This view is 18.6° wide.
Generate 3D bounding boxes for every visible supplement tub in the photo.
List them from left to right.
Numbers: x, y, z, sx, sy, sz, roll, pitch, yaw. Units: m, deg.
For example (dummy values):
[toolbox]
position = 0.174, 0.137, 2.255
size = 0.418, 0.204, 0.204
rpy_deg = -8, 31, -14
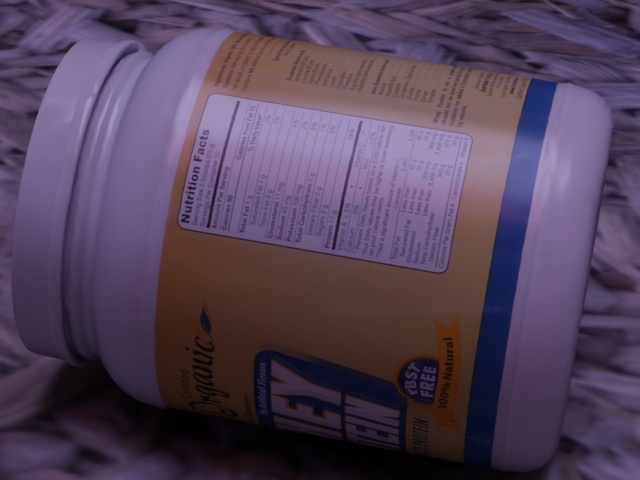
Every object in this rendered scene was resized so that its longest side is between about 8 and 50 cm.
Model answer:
[supplement tub]
position = 0.000, 0.000, 0.724
size = 0.200, 0.144, 0.144
rpy_deg = 10, 22, 8
